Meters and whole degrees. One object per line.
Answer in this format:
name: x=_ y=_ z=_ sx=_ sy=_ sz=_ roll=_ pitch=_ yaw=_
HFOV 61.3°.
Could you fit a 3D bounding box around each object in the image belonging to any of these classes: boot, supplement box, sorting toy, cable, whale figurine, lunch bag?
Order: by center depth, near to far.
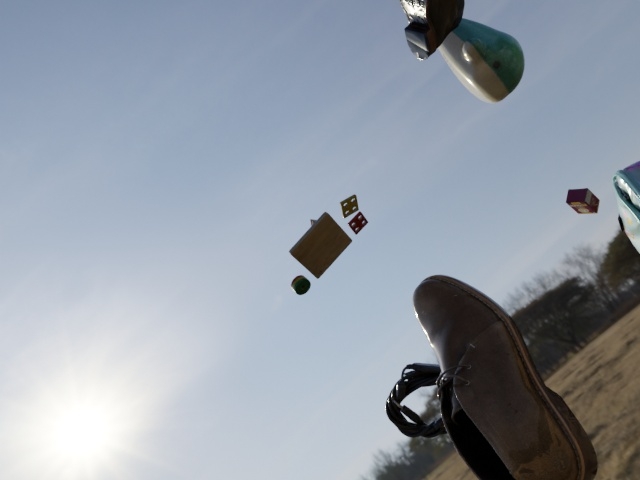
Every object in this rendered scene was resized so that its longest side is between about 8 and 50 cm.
boot: x=0.180 y=0.156 z=0.641 sx=0.115 sy=0.305 sz=0.112 roll=-3 pitch=-48 yaw=-28
lunch bag: x=0.589 y=-0.007 z=0.877 sx=0.107 sy=0.279 sz=0.224 roll=-32 pitch=-45 yaw=16
cable: x=0.212 y=0.290 z=0.961 sx=0.184 sy=0.047 sz=0.151 roll=7 pitch=-72 yaw=-11
boot: x=0.203 y=-0.451 z=0.982 sx=0.106 sy=0.082 sz=0.219 roll=-40 pitch=-35 yaw=-15
whale figurine: x=0.356 y=-0.448 z=1.240 sx=0.141 sy=0.272 sz=0.216 roll=-41 pitch=0 yaw=15
sorting toy: x=0.000 y=0.000 z=1.332 sx=0.274 sy=0.046 sz=0.132 roll=-48 pitch=-45 yaw=-3
supplement box: x=0.722 y=-0.107 z=1.483 sx=0.083 sy=0.054 sz=0.043 roll=26 pitch=-105 yaw=-35
